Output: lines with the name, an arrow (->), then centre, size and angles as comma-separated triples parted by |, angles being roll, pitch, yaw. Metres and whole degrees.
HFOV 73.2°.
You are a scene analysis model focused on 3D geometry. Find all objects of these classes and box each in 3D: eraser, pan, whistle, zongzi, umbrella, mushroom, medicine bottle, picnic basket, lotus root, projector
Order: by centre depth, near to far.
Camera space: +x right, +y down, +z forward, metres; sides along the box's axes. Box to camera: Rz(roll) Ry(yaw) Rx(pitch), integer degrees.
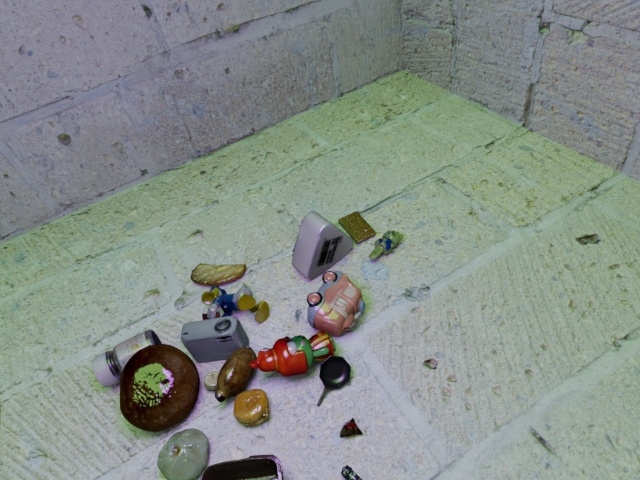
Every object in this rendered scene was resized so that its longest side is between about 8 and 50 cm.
umbrella -> 0.151, 0.843, 1.473 | 0.188, 0.046, 0.050 | 29, 78, 35
picnic basket -> -0.258, 0.879, 1.481 | 0.297, 0.129, 0.222 | -11, 46, 4
zongzi -> 0.115, 0.704, 1.632 | 0.084, 0.067, 0.073 | 3, 32, -9
pan -> 0.029, 0.561, 1.765 | 0.202, 0.048, 0.128 | -37, 88, -11
mushroom -> -0.669, 0.607, 1.788 | 0.346, 0.239, 0.344 | 0, 87, -5
lotus root -> -0.361, 0.563, 1.807 | 0.129, 0.145, 0.260 | 18, 47, 14
projector -> -0.466, 0.440, 1.922 | 0.251, 0.198, 0.108 | -9, 45, 6
medicine bottle -> -0.863, 0.534, 1.951 | 0.274, 0.165, 0.165 | -27, 46, -13
eraser -> 0.000, 0.000, 2.173 | 0.331, 0.331, 0.150 | -36, 49, -21
whistle -> 0.331, 0.020, 2.230 | 0.227, 0.085, 0.105 | -39, 41, -24

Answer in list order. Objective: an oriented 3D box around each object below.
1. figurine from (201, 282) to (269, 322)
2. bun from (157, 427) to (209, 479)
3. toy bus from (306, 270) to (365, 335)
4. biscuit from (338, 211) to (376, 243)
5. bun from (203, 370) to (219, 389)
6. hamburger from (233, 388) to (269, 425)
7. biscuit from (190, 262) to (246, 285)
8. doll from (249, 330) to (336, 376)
figurine -> -0.460, 0.323, 2.102 | 0.283, 0.204, 0.338 | -44, 39, -19
bun -> -0.518, 0.805, 1.629 | 0.196, 0.118, 0.195 | -7, 41, 6
toy bus -> 0.074, 0.292, 1.952 | 0.232, 0.194, 0.287 | 25, 55, 23
biscuit -> 0.202, -0.074, 2.398 | 0.131, 0.025, 0.230 | -25, 46, -10
bun -> -0.461, 0.608, 1.857 | 0.086, 0.054, 0.086 | 3, 40, -2
hamburger -> -0.276, 0.670, 1.729 | 0.147, 0.083, 0.138 | -14, 44, 5
biscuit -> -0.554, 0.183, 2.312 | 0.300, 0.045, 0.154 | 0, 45, 13
doll -> -0.116, 0.483, 1.804 | 0.364, 0.160, 0.183 | -7, 8, -17
